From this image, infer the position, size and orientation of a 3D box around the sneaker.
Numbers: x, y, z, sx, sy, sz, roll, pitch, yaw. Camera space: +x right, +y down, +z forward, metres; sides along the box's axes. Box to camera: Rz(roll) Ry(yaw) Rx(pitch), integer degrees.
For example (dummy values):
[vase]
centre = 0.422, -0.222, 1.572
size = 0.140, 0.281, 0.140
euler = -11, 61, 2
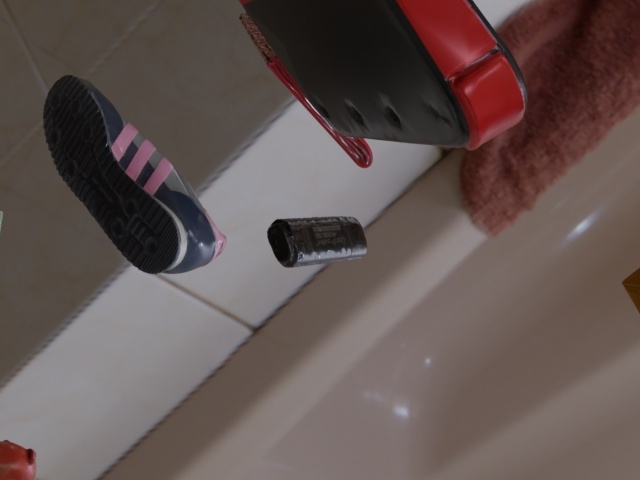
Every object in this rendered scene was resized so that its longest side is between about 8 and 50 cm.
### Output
[sneaker]
centre = -0.240, -0.081, 1.362
size = 0.112, 0.319, 0.131
euler = -45, 156, 24

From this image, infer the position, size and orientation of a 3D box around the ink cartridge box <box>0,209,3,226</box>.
[ink cartridge box]
centre = -0.446, -0.033, 1.063
size = 0.171, 0.235, 0.056
euler = 2, 103, -40

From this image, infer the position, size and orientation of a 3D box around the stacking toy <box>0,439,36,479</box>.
[stacking toy]
centre = -0.452, 0.367, 1.566
size = 0.279, 0.308, 0.130
euler = 50, 58, -56

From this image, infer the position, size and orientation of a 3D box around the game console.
[game console]
centre = -0.008, -0.222, 0.842
size = 0.060, 0.386, 0.342
euler = -38, 105, -9

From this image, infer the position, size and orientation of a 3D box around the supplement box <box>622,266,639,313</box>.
[supplement box]
centre = 0.404, 0.041, 0.888
size = 0.194, 0.129, 0.191
euler = 11, 135, -42

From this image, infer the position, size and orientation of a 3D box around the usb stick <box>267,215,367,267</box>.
[usb stick]
centre = 0.000, 0.000, 1.649
size = 0.045, 0.077, 0.278
euler = -21, 173, 25

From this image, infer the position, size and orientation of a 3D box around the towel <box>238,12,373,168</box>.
[towel]
centre = -0.021, -0.211, 1.430
size = 0.031, 0.275, 0.199
euler = -40, 117, 7
